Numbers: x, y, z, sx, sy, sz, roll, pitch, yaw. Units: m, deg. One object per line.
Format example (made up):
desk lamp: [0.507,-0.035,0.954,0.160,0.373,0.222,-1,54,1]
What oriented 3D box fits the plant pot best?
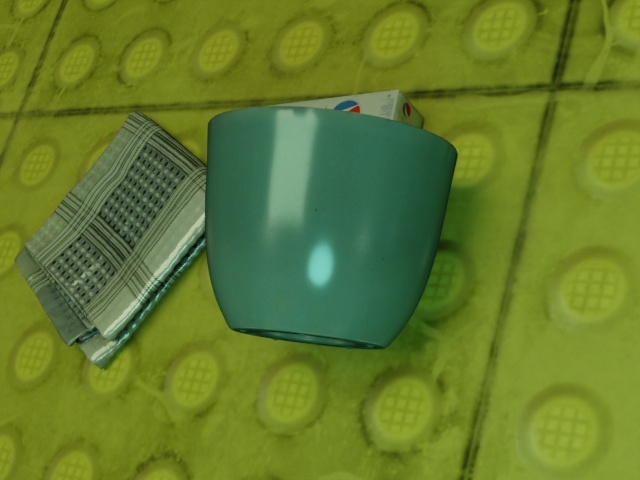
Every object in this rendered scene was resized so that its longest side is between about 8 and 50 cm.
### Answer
plant pot: [0.000,0.000,1.280,0.293,0.293,0.235,1,80,35]

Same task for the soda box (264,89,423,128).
soda box: [0.021,-0.141,1.468,0.216,0.074,0.069,-2,65,34]

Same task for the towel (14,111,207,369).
towel: [-0.302,-0.013,1.635,0.324,0.056,0.312,-51,48,2]
